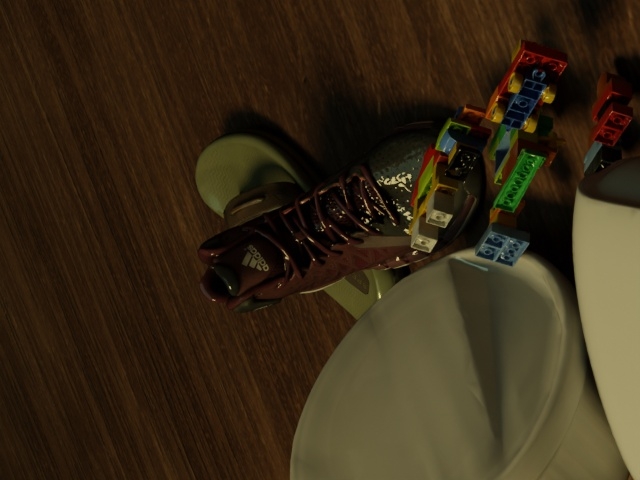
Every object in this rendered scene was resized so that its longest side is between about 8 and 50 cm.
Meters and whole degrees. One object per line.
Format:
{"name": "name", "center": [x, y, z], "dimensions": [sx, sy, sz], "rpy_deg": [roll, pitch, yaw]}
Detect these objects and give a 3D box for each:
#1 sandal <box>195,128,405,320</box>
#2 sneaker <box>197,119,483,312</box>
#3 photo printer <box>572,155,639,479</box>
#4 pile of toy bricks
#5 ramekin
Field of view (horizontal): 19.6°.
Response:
{"name": "sandal", "center": [-0.035, -0.012, 1.728], "dimensions": [0.303, 0.086, 0.120], "rpy_deg": [37, 142, 45]}
{"name": "sneaker", "center": [0.000, 0.000, 1.530], "dimensions": [0.281, 0.162, 0.106], "rpy_deg": [-33, 83, 47]}
{"name": "photo printer", "center": [0.283, 0.075, 1.177], "dimensions": [0.307, 0.107, 0.256], "rpy_deg": [17, 126, 57]}
{"name": "pile of toy bricks", "center": [0.144, -0.080, 1.331], "dimensions": [0.212, 0.118, 0.105], "rpy_deg": [119, 163, -48]}
{"name": "ramekin", "center": [0.116, 0.146, 1.395], "dimensions": [0.127, 0.273, 0.273], "rpy_deg": [38, 168, -30]}
